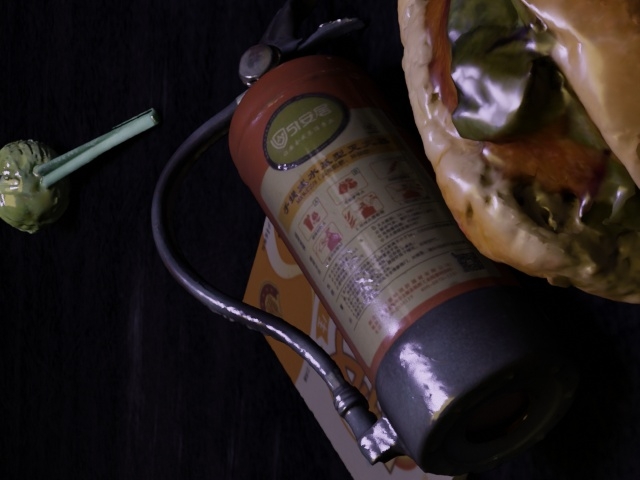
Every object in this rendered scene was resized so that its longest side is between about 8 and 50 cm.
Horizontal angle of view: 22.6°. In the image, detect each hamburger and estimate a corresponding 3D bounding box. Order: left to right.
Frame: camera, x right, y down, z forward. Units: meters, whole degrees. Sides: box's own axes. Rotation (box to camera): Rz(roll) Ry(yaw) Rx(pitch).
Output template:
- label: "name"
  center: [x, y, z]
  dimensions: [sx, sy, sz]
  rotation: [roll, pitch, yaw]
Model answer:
- label: "hamburger"
  center: [0.141, -0.087, 0.731]
  dimensions: [0.330, 0.209, 0.162]
  rotation: [62, 147, 27]

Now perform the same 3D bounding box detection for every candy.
- label: "candy"
  center: [-0.243, -0.080, 1.591]
  dimensions: [0.335, 0.092, 0.093]
  rotation: [-18, 46, 54]

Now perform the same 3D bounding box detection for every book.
- label: "book"
  center: [0.030, 0.066, 1.175]
  dimensions: [0.295, 0.020, 0.208]
  rotation: [55, 141, 39]

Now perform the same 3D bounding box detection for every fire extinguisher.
- label: "fire extinguisher"
  center: [0.000, -0.007, 1.045]
  dimensions: [0.376, 0.200, 0.113]
  rotation: [60, 172, 37]
